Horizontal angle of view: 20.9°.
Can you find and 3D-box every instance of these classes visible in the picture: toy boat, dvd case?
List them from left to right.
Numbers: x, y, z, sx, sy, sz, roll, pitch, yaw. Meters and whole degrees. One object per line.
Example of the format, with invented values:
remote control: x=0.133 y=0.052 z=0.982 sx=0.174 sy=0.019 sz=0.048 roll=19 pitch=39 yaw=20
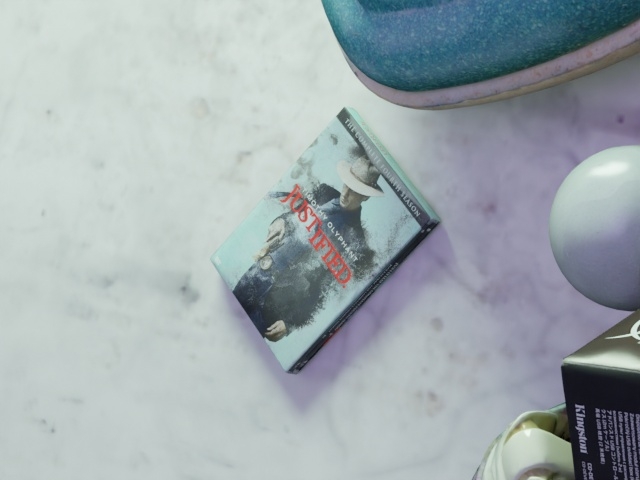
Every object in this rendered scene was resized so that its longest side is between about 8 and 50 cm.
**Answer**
dvd case: x=0.000 y=0.000 z=0.925 sx=0.119 sy=0.013 sz=0.087 roll=-46 pitch=60 yaw=20
toy boat: x=0.116 y=-0.114 z=0.776 sx=0.267 sy=0.148 sz=0.318 roll=-29 pitch=67 yaw=29

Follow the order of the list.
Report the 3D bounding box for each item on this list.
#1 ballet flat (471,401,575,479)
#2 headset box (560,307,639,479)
ballet flat: x=0.135 y=0.093 z=0.774 sx=0.221 sy=0.079 sz=0.077 roll=-28 pitch=60 yaw=30
headset box: x=0.244 y=0.138 z=0.597 sx=0.293 sy=0.110 sz=0.218 roll=4 pitch=111 yaw=41
